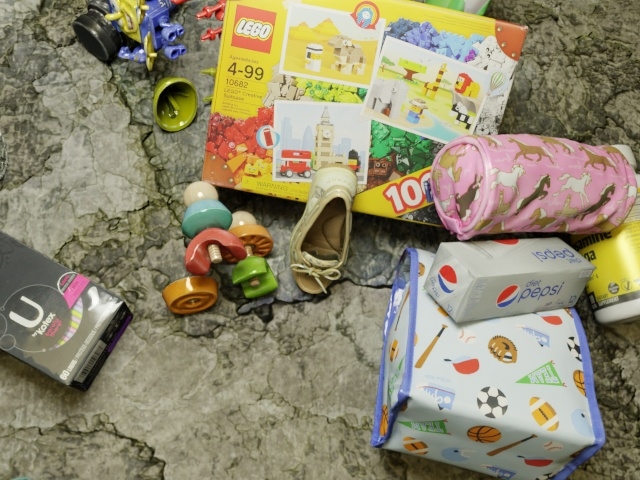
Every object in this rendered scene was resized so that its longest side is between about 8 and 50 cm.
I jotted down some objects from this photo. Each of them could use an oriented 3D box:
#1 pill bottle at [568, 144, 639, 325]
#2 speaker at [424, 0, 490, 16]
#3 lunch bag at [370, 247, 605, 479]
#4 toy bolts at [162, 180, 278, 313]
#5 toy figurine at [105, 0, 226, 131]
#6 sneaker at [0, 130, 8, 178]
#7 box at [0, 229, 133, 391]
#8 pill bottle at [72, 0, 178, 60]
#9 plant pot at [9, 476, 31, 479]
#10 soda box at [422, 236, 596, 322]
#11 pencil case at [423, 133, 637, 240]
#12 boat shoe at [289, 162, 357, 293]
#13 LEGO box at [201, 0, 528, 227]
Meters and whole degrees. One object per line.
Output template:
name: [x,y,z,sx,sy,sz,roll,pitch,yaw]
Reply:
pill bottle: [0.600,-0.011,1.275,0.187,0.188,0.334,-8,73,-12]
speaker: [0.278,-0.483,1.314,0.131,0.296,0.131,3,72,-8]
lunch bag: [0.277,0.198,1.126,0.327,0.239,0.386,15,46,-3]
toy bolts: [-0.202,0.006,1.134,0.218,0.228,0.159,-19,62,0]
toy figurine: [-0.308,-0.412,1.199,0.191,0.363,0.217,-38,67,-26]
sneaker: [-0.649,-0.118,1.158,0.115,0.090,0.232,6,71,-4]
box: [-0.481,0.117,1.079,0.270,0.143,0.165,28,70,1]
pill bottle: [-0.390,-0.472,1.293,0.122,0.123,0.219,37,71,4]
plant pot: [-0.500,0.516,0.884,0.293,0.293,0.235,-24,92,-16]
soda box: [0.318,0.060,1.066,0.286,0.091,0.098,-2,34,-30]
pencil case: [0.371,-0.088,1.093,0.386,0.167,0.160,-2,64,-30]
boat shoe: [0.000,0.000,1.129,0.104,0.285,0.089,7,40,-4]
LEGO box: [0.064,-0.256,1.171,0.499,0.193,0.373,9,108,-6]
